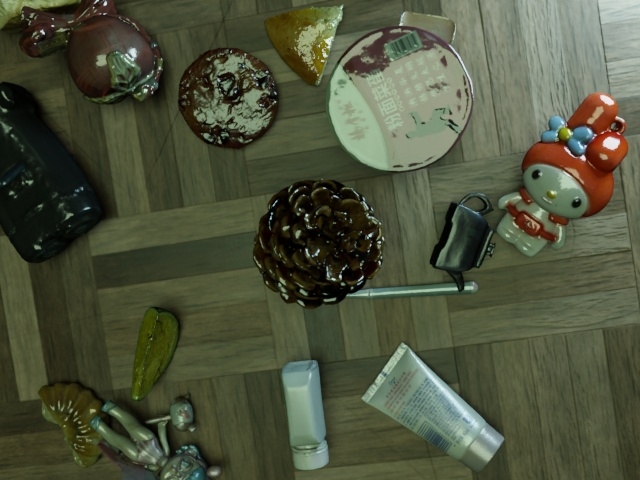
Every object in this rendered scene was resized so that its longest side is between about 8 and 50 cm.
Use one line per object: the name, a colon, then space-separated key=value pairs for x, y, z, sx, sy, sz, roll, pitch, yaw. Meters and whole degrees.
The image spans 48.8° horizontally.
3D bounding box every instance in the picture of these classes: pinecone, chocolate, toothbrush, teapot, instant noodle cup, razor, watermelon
pinecone: x=0.000 y=0.000 z=1.208 sx=0.224 sy=0.272 sz=0.224 roll=6 pitch=71 yaw=-17
chocolate: x=0.190 y=-0.374 z=1.265 sx=0.101 sy=0.031 sz=0.064 roll=6 pitch=76 yaw=3
toothbrush: x=0.115 y=0.093 z=1.302 sx=0.342 sy=0.025 sz=0.030 roll=-1 pitch=90 yaw=8
teapot: x=0.261 y=0.003 z=1.249 sx=0.096 sy=0.087 sz=0.177 roll=19 pitch=95 yaw=1
instant noodle cup: x=0.134 y=-0.226 z=1.204 sx=0.235 sy=0.178 sz=0.234 roll=0 pitch=92 yaw=7
razor: x=-0.561 y=-0.130 z=1.334 sx=0.189 sy=0.107 sz=0.327 roll=-34 pitch=87 yaw=8
watermelon: x=-0.327 y=0.198 z=1.334 sx=0.075 sy=0.092 sz=0.181 roll=21 pitch=104 yaw=20

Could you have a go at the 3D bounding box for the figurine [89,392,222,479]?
figurine: x=-0.307 y=0.389 z=1.345 sx=0.260 sy=0.103 sz=0.205 roll=35 pitch=61 yaw=6

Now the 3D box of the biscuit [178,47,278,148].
biscuit: x=-0.173 y=-0.263 z=1.308 sx=0.192 sy=0.049 sz=0.192 roll=1 pitch=96 yaw=11

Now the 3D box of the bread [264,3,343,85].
bread: x=-0.041 y=-0.376 z=1.285 sx=0.136 sy=0.054 sz=0.154 roll=22 pitch=93 yaw=9

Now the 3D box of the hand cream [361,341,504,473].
hand cream: x=0.205 y=0.315 z=1.282 sx=0.248 sy=0.083 sz=0.133 roll=39 pitch=96 yaw=15

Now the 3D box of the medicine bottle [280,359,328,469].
medicine bottle: x=-0.027 y=0.316 z=1.283 sx=0.069 sy=0.119 sz=0.183 roll=-8 pitch=94 yaw=5

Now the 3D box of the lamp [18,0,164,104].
lamp: x=-0.406 y=-0.333 z=1.280 sx=0.215 sy=0.151 sz=0.223 roll=-32 pitch=69 yaw=-29

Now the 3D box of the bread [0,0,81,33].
bread: x=-0.554 y=-0.498 z=1.332 sx=0.211 sy=0.224 sz=0.183 roll=-13 pitch=99 yaw=49

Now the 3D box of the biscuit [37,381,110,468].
biscuit: x=-0.476 y=0.351 z=1.373 sx=0.118 sy=0.061 sz=0.183 roll=-31 pitch=88 yaw=6

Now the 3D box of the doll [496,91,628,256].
doll: x=0.417 y=-0.108 z=1.198 sx=0.161 sy=0.130 sz=0.290 roll=40 pitch=112 yaw=17
